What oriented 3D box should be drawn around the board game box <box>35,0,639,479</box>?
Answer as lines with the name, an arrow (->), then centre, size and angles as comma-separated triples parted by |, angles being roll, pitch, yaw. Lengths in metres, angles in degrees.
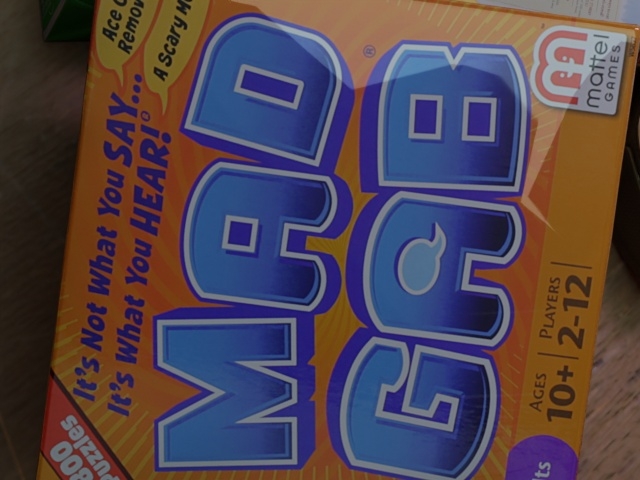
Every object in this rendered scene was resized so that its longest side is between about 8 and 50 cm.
board game box -> 0.000, 0.000, 1.326 | 0.356, 0.356, 0.356 | 7, 94, -5

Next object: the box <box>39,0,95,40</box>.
box -> -0.118, -0.302, 1.583 | 0.262, 0.127, 0.231 | -2, 78, -19

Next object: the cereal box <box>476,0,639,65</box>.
cereal box -> 0.218, -0.267, 1.694 | 0.240, 0.047, 0.173 | 14, 64, 1

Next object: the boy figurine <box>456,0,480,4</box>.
boy figurine -> 0.104, -0.164, 1.596 | 0.177, 0.092, 0.285 | -22, 106, -34

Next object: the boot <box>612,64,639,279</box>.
boot -> 0.371, -0.093, 1.716 | 0.220, 0.109, 0.283 | -7, 66, -19
